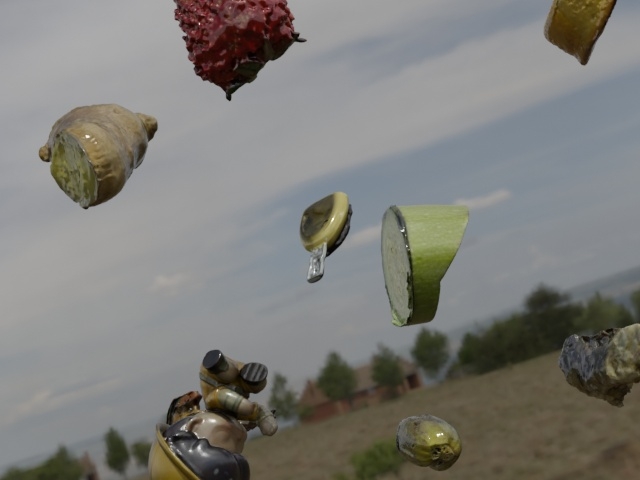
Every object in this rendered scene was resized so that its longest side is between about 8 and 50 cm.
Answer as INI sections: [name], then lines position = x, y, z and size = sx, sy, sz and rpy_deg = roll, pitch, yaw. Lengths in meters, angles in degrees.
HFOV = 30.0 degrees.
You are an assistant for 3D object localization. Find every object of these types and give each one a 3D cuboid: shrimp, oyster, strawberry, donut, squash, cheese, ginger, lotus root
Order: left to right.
[ginger]
position = -0.334, -0.133, 1.774
size = 0.190, 0.126, 0.354
rpy_deg = -12, 19, -3
[shrimp]
position = -0.199, 0.326, 2.215
size = 0.262, 0.117, 0.066
rpy_deg = -25, -6, 34
[strawberry]
position = -0.131, -0.310, 1.606
size = 0.167, 0.208, 0.087
rpy_deg = -42, 3, -9
[cheese]
position = 0.001, 0.000, 1.732
size = 0.086, 0.162, 0.036
rpy_deg = -24, -53, 28
[squash]
position = 0.176, 0.045, 2.039
size = 0.133, 0.220, 0.220
rpy_deg = 2, -11, -10
[lotus root]
position = 0.101, 0.192, 1.143
size = 0.054, 0.049, 0.099
rpy_deg = 16, -7, -16
[donut]
position = 0.515, -0.490, 2.277
size = 0.110, 0.302, 0.303
rpy_deg = 21, -3, 7
[oyster]
position = 0.555, 0.245, 2.360
size = 0.110, 0.166, 0.341
rpy_deg = 3, -3, -12

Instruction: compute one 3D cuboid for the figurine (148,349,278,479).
[figurine]
position = -0.168, 0.304, 1.843
size = 0.167, 0.256, 0.192
rpy_deg = 0, -26, 43
